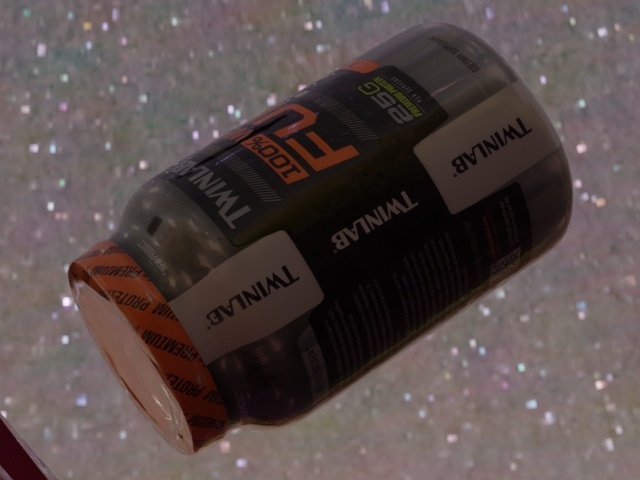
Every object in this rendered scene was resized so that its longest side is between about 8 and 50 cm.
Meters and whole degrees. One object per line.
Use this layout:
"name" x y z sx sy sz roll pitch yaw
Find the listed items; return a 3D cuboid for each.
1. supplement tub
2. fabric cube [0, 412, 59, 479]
"supplement tub" 0.000 0.000 1.046 0.316 0.193 0.193 -33 -36 -20
"fabric cube" -0.196 0.210 0.645 0.254 0.259 0.258 -38 -80 -7
